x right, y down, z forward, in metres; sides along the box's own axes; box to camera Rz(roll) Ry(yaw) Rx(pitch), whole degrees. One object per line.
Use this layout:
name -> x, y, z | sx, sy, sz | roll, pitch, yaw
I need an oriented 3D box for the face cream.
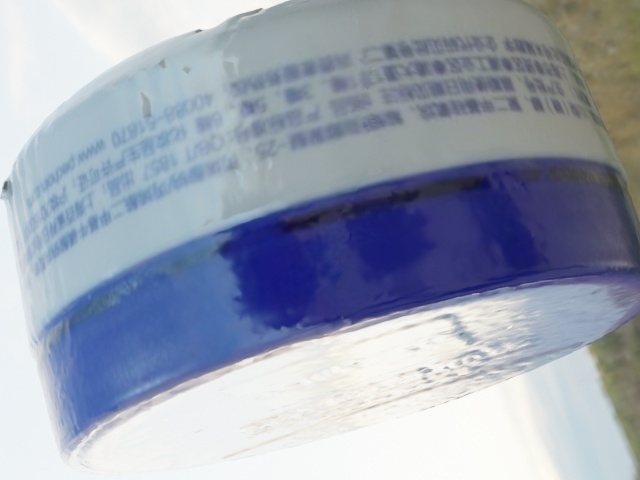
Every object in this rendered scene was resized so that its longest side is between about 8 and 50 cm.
face cream -> 0.000, 0.000, 0.493 | 0.206, 0.206, 0.111 | 38, -147, -73
